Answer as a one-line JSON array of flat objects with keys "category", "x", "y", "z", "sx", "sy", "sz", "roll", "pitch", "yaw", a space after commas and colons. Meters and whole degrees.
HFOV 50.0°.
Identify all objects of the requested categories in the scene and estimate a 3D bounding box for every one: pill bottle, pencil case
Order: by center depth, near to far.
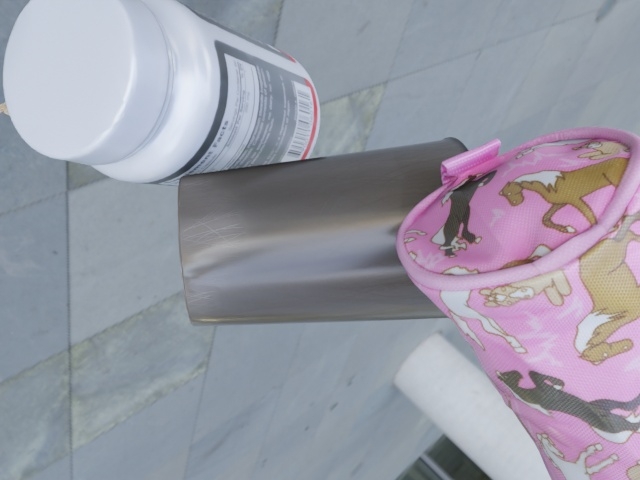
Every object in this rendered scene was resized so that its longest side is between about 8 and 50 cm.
[{"category": "pencil case", "x": 0.201, "y": 0.109, "z": 0.452, "sx": 0.160, "sy": 0.167, "sz": 0.386, "roll": -47, "pitch": 115, "yaw": -29}, {"category": "pill bottle", "x": -0.130, "y": -0.129, "z": 0.635, "sx": 0.161, "sy": 0.161, "sz": 0.283, "roll": -56, "pitch": 159, "yaw": 16}]

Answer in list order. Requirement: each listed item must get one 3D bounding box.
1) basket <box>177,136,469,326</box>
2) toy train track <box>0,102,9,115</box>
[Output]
[{"category": "basket", "x": 0.000, "y": 0.000, "z": 0.585, "sx": 0.227, "sy": 0.154, "sz": 0.204, "roll": -4, "pitch": 168, "yaw": -6}, {"category": "toy train track", "x": -0.405, "y": -0.174, "z": 0.839, "sx": 0.014, "sy": 0.083, "sz": 0.048, "roll": -59, "pitch": -173, "yaw": 24}]
